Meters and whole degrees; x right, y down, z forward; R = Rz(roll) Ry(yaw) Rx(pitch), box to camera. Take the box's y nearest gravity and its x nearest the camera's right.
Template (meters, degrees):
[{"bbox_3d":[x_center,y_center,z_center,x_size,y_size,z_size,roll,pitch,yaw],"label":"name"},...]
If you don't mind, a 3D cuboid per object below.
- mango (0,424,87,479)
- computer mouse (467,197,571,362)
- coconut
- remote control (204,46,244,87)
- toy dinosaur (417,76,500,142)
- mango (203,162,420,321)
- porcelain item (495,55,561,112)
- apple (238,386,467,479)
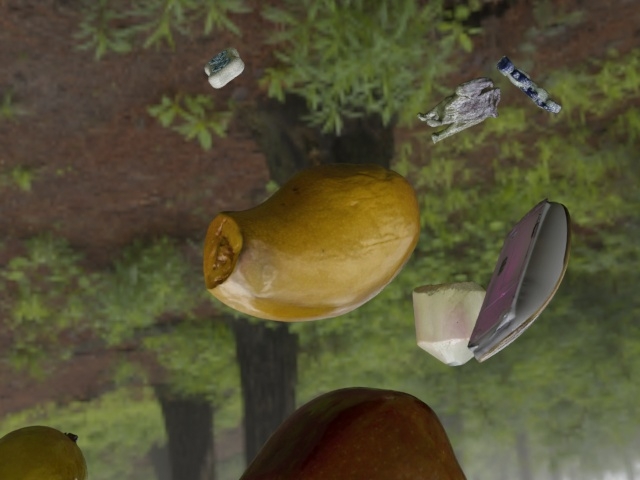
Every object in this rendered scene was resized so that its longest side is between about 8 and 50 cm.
[{"bbox_3d":[-0.389,0.360,1.309,0.142,0.331,0.195,40,148,-19],"label":"mango"},{"bbox_3d":[0.315,0.064,1.750,0.072,0.310,0.158,34,135,-7],"label":"computer mouse"},{"bbox_3d":[0.242,0.153,2.079,0.147,0.152,0.147,-7,174,-1],"label":"coconut"},{"bbox_3d":[-0.183,-0.328,2.134,0.074,0.122,0.032,-37,114,4],"label":"remote control"},{"bbox_3d":[0.277,-0.257,2.206,0.162,0.077,0.294,-24,180,15],"label":"toy dinosaur"},{"bbox_3d":[0.000,0.004,1.425,0.359,0.187,0.144,-30,-176,-42],"label":"mango"},{"bbox_3d":[0.278,-0.185,1.432,0.021,0.075,0.136,-52,142,10],"label":"porcelain item"},{"bbox_3d":[0.042,0.342,1.424,0.317,0.288,0.288,-31,-179,-39],"label":"apple"}]
